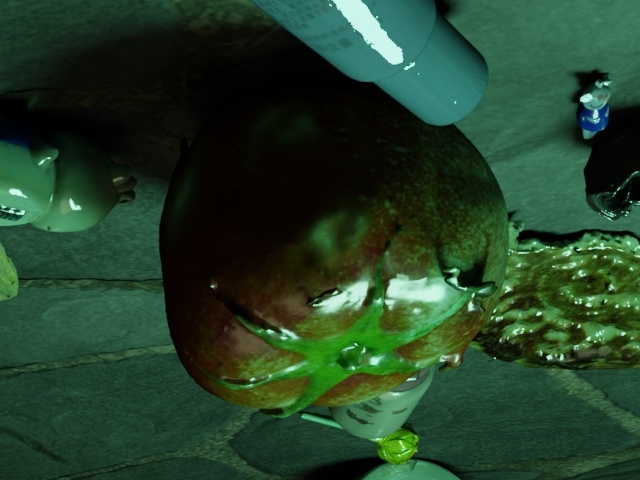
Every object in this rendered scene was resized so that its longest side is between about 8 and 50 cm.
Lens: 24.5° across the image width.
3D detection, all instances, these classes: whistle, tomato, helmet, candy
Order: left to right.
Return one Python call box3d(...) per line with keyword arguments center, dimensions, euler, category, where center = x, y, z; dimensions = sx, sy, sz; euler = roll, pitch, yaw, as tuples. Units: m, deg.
box3d(center=(-0.266, -0.061, 1.254), dimensions=(0.244, 0.092, 0.110), euler=(12, 154, -33), category="whistle")
box3d(center=(0.000, 0.000, 1.241), dimensions=(0.303, 0.239, 0.303), euler=(-12, 152, -6), category="tomato")
box3d(center=(0.056, 0.273, 2.105), dimensions=(0.194, 0.062, 0.058), euler=(20, -167, -25), category="candy")
box3d(center=(0.232, -0.111, 1.264), dimensions=(0.033, 0.029, 0.083), euler=(-33, 154, -11), category="whistle")
box3d(center=(0.293, -0.069, 1.317), dimensions=(0.123, 0.070, 0.098), euler=(-13, 161, 7), category="helmet")

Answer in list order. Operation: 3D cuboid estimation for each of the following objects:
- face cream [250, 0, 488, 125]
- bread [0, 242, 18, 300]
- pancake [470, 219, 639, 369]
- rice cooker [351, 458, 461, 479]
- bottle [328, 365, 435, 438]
box3d(center=(-0.010, -0.191, 1.002), dimensions=(0.135, 0.086, 0.385), euler=(-21, 145, 30), category="face cream")
box3d(center=(-0.406, 0.032, 1.487), dimensions=(0.178, 0.060, 0.139), euler=(-5, 156, 6), category="bread")
box3d(center=(0.283, 0.059, 1.640), dimensions=(0.427, 0.067, 0.305), euler=(6, 147, -15), category="pancake")
box3d(center=(0.117, 0.498, 2.333), dimensions=(0.288, 0.288, 0.277), euler=(9, 154, -24), category="rice cooker")
box3d(center=(0.076, 0.153, 1.751), dimensions=(0.110, 0.110, 0.233), euler=(1, 155, -8), category="bottle")
